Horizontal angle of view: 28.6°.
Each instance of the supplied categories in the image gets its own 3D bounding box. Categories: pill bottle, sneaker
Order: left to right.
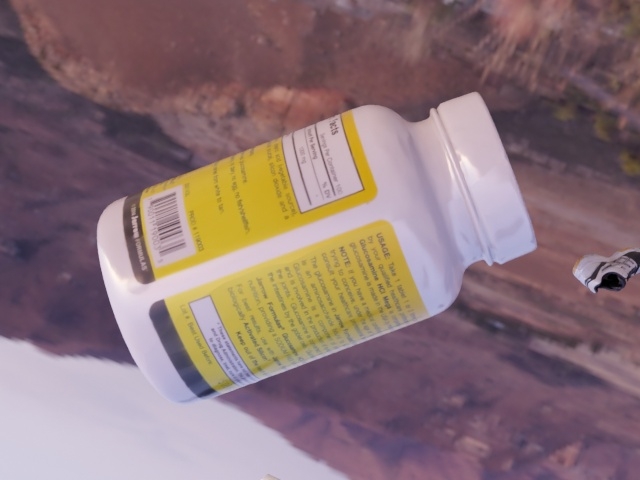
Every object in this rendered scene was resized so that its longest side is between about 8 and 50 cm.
[{"bbox_3d":[0.000,0.000,1.056,0.334,0.187,0.188,-20,167,6],"label":"pill bottle"},{"bbox_3d":[0.267,0.030,1.125,0.083,0.032,0.037,-11,-136,-24],"label":"sneaker"}]

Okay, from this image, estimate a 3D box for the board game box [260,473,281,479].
[{"bbox_3d":[0.017,0.454,1.240,0.390,0.050,0.390,48,148,14],"label":"board game box"}]
